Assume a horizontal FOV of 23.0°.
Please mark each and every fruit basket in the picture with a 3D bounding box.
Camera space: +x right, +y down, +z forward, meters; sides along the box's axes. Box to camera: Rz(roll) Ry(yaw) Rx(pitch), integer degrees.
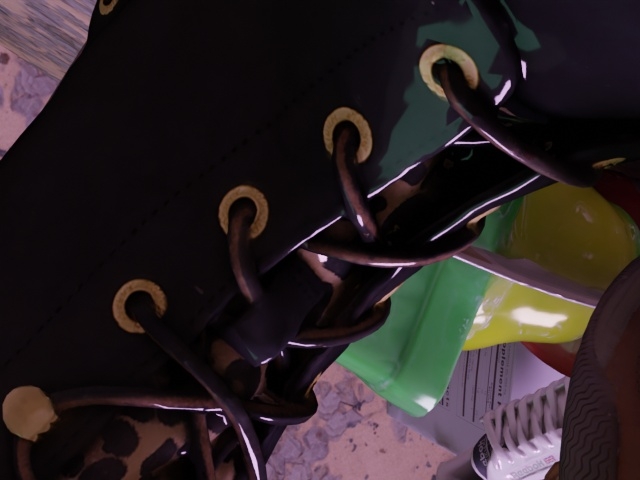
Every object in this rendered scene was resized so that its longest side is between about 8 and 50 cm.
[{"bbox_3d":[0.096,-0.014,0.779,0.353,0.165,0.327,12,-170,-21],"label":"fruit basket"}]

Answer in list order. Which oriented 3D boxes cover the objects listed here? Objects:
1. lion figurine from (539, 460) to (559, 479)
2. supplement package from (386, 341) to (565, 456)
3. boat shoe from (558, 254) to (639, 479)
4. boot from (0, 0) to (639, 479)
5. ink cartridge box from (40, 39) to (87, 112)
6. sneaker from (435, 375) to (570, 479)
[{"bbox_3d":[0.261,0.134,0.826,0.142,0.392,0.240,69,157,16],"label":"lion figurine"},{"bbox_3d":[0.166,0.111,1.328,0.139,0.134,0.244,3,-174,-20],"label":"supplement package"},{"bbox_3d":[0.189,0.054,0.524,0.116,0.123,0.324,2,-172,38],"label":"boat shoe"},{"bbox_3d":[0.000,0.000,0.444,0.138,0.284,0.377,34,175,-37],"label":"boot"},{"bbox_3d":[-0.062,-0.065,1.021,0.212,0.154,0.093,32,176,-17],"label":"ink cartridge box"},{"bbox_3d":[0.161,0.133,1.055,0.095,0.090,0.235,15,143,-14],"label":"sneaker"}]
